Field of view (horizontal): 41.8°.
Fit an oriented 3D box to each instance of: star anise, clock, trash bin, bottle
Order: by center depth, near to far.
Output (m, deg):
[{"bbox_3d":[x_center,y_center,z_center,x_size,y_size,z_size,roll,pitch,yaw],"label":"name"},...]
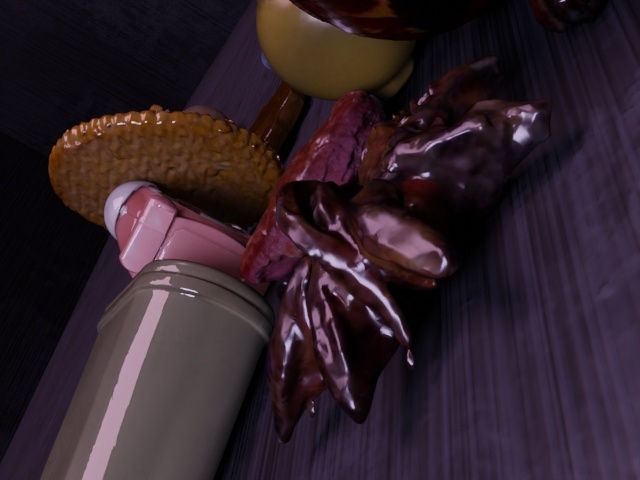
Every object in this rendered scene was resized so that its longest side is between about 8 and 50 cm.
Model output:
[{"bbox_3d":[0.019,-0.009,0.497,0.272,0.103,0.272,-55,13,20],"label":"star anise"},{"bbox_3d":[-0.151,0.163,0.694,0.243,0.121,0.247,-35,33,57],"label":"trash bin"},{"bbox_3d":[0.038,-0.273,0.780,0.171,0.172,0.351,-41,26,49],"label":"bottle"},{"bbox_3d":[-0.134,0.010,0.829,0.092,0.166,0.162,-62,22,3],"label":"clock"}]

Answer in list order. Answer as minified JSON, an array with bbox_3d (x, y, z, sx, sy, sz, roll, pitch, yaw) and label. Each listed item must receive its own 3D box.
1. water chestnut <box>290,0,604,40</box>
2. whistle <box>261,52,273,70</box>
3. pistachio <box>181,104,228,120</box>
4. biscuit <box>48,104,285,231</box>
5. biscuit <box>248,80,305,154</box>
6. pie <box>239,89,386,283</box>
[{"bbox_3d":[0.080,-0.241,0.500,0.300,0.300,0.300,-53,17,25],"label":"water chestnut"},{"bbox_3d":[-0.014,-0.289,1.164,0.062,0.062,0.304,-64,16,-12],"label":"whistle"},{"bbox_3d":[-0.229,-0.186,1.516,0.129,0.131,0.206,-69,20,-1],"label":"pistachio"},{"bbox_3d":[-0.160,-0.065,0.892,0.254,0.254,0.035,-40,46,51],"label":"biscuit"},{"bbox_3d":[-0.069,-0.140,1.114,0.182,0.034,0.215,-30,32,59],"label":"biscuit"},{"bbox_3d":[-0.010,-0.041,0.681,0.182,0.050,0.182,-56,6,8],"label":"pie"}]
